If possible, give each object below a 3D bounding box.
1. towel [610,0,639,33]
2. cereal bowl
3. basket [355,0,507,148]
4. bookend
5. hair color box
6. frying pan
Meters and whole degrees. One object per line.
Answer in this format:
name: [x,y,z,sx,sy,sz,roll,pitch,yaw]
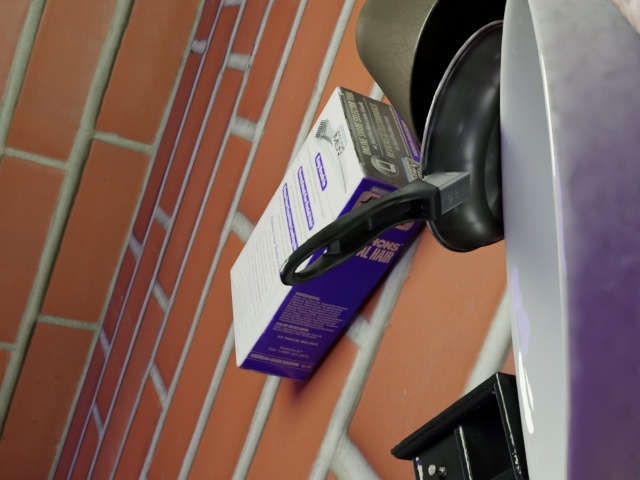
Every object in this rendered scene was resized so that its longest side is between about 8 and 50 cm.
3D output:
towel: [0.259,-0.174,0.323,0.331,0.317,0.053,-95,-14,-55]
cereal bowl: [0.187,0.015,0.452,0.339,0.141,0.338,-3,-90,-81]
basket: [0.127,-0.196,0.795,0.227,0.154,0.204,-120,37,-62]
bookend: [0.136,0.212,0.622,0.157,0.072,0.156,-50,35,43]
hair color box: [0.000,0.000,0.993,0.338,0.110,0.185,-58,28,35]
frying pan: [0.108,-0.074,0.603,0.053,0.326,0.197,19,109,38]
